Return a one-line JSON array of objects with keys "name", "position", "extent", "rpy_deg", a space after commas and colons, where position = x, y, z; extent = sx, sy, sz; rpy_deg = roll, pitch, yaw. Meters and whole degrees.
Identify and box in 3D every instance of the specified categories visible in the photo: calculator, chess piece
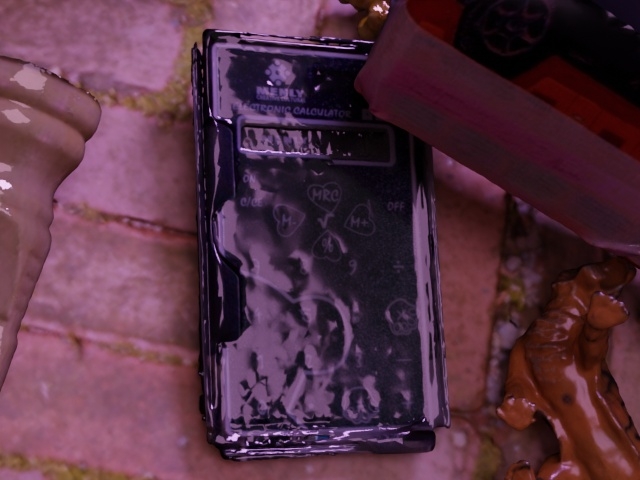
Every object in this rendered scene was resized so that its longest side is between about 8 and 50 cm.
[{"name": "calculator", "position": [0.000, 0.000, 0.759], "extent": [0.165, 0.028, 0.274], "rpy_deg": [0, 78, -18]}, {"name": "chess piece", "position": [-0.197, 0.000, 0.684], "extent": [0.090, 0.090, 0.200], "rpy_deg": [18, 78, -11]}]

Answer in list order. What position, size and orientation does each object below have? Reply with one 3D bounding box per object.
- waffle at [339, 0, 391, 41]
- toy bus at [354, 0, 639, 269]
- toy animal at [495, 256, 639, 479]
[{"name": "waffle", "position": [0.115, -0.180, 0.862], "extent": [0.160, 0.046, 0.192], "rpy_deg": [41, 64, -2]}, {"name": "toy bus", "position": [0.178, -0.088, 0.747], "extent": [0.302, 0.147, 0.127], "rpy_deg": [31, 40, -9]}, {"name": "toy animal", "position": [0.190, 0.143, 0.758], "extent": [0.114, 0.116, 0.255], "rpy_deg": [-26, 82, 19]}]
